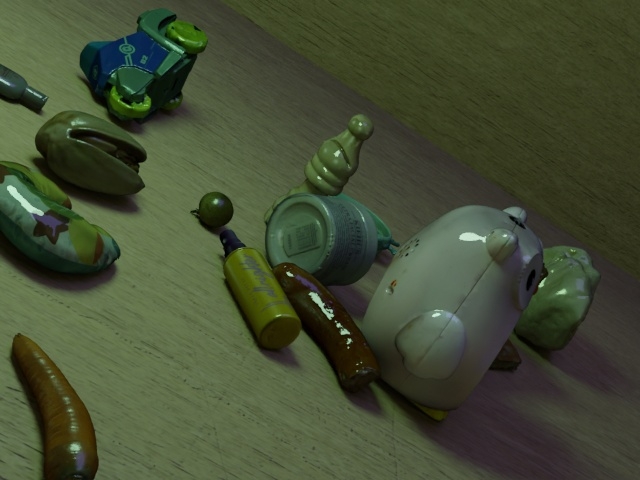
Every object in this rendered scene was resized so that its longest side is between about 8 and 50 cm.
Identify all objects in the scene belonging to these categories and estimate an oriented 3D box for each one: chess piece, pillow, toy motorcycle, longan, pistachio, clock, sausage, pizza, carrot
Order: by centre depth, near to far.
[{"bbox_3d":[-0.308,0.199,1.140,0.271,0.066,0.062,-124,-164,-49],"label":"carrot"},{"bbox_3d":[-0.416,-0.037,1.463,0.233,0.086,0.214,39,9,16],"label":"pillow"},{"bbox_3d":[-0.394,-0.146,1.691,0.206,0.131,0.129,25,67,-43],"label":"pistachio"},{"bbox_3d":[0.011,0.151,1.735,0.103,0.076,0.302,13,31,-49],"label":"sausage"},{"bbox_3d":[0.238,0.102,1.794,0.250,0.377,0.368,34,19,7],"label":"clock"},{"bbox_3d":[-0.209,-0.058,1.872,0.083,0.075,0.075,-8,27,-1],"label":"longan"},{"bbox_3d":[0.010,-0.137,2.039,0.124,0.307,0.139,44,22,18],"label":"chess piece"},{"bbox_3d":[-0.402,-0.374,2.114,0.200,0.191,0.326,33,34,2],"label":"toy motorcycle"},{"bbox_3d":[0.371,0.236,2.201,0.181,0.034,0.262,41,21,13],"label":"pizza"},{"bbox_3d":[0.099,-0.023,2.290,0.211,0.066,0.159,34,20,-8],"label":"clock"}]

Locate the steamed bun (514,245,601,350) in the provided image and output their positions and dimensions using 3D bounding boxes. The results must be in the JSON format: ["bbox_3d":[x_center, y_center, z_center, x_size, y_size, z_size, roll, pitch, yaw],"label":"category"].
[{"bbox_3d":[0.575,0.132,2.475,0.203,0.276,0.289,27,44,7],"label":"steamed bun"}]

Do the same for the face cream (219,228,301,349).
[{"bbox_3d":[-0.118,0.072,1.695,0.078,0.078,0.273,19,26,-39],"label":"face cream"}]

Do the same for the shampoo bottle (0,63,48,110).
[{"bbox_3d":[-0.587,-0.296,1.805,0.165,0.040,0.080,31,19,-17],"label":"shampoo bottle"}]

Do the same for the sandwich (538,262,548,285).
[{"bbox_3d":[0.361,0.163,2.136,0.099,0.288,0.254,43,-23,2],"label":"sandwich"}]

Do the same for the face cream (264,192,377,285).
[{"bbox_3d":[0.000,0.000,1.908,0.153,0.177,0.177,7,35,-52],"label":"face cream"}]
